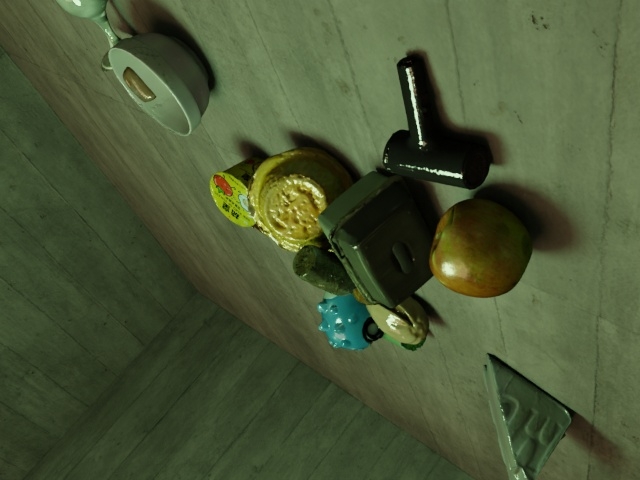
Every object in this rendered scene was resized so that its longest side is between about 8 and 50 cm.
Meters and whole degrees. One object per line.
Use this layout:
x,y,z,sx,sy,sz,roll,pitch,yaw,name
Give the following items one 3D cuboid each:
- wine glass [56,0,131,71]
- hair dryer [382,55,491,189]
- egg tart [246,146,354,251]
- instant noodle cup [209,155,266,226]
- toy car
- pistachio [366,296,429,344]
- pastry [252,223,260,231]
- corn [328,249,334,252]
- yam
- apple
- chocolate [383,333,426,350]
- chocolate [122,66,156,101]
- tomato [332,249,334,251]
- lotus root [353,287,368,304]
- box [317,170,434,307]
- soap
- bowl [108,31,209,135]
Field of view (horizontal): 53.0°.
-0.596,-0.604,1.677,0.143,0.143,0.321,26,155,36,wine glass
0.184,-0.209,1.144,0.197,0.089,0.251,22,147,44,hair dryer
-0.050,-0.092,1.565,0.288,0.288,0.118,41,-160,2,egg tart
-0.206,-0.153,1.862,0.182,0.144,0.182,27,140,26,instant noodle cup
0.080,0.228,2.034,0.188,0.190,0.255,-3,92,65,toy car
0.227,0.218,1.897,0.215,0.144,0.144,42,164,31,pistachio
-0.165,-0.073,2.041,0.182,0.093,0.192,25,163,30,pastry
0.000,0.000,1.885,0.207,0.068,0.068,23,164,-13,corn
0.006,0.069,1.563,0.107,0.107,0.183,25,178,38,yam
0.307,0.018,1.233,0.196,0.196,0.196,36,160,15,apple
0.213,0.271,2.094,0.110,0.110,0.291,52,161,-28,chocolate
-0.462,-0.388,1.616,0.101,0.031,0.064,51,154,-22,chocolate
-0.011,-0.073,1.742,0.228,0.101,0.228,40,-177,-3,tomato
0.159,0.105,1.758,0.128,0.145,0.260,35,163,-1,lotus root
0.142,0.003,1.467,0.166,0.220,0.290,43,169,49,box
0.517,0.516,1.796,0.302,0.258,0.159,35,161,20,soap
-0.398,-0.425,1.675,0.287,0.144,0.287,35,159,15,bowl
